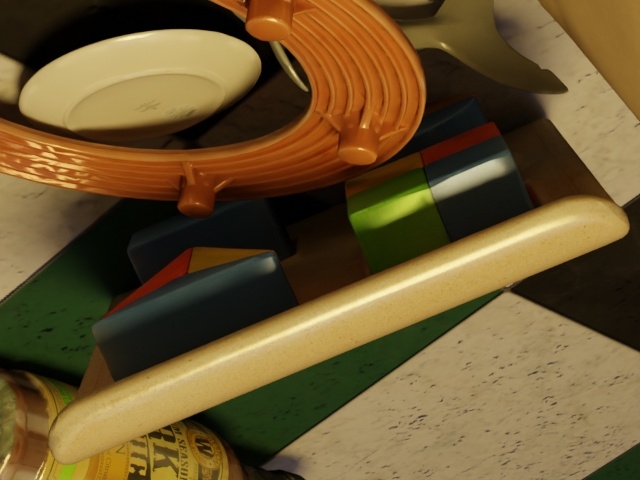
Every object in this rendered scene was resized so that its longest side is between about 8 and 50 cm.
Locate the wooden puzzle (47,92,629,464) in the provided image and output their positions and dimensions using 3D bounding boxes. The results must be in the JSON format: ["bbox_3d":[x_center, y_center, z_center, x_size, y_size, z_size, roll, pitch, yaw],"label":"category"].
[{"bbox_3d":[0.000,0.000,1.056,0.322,0.080,0.348,-23,-172,5],"label":"wooden puzzle"}]

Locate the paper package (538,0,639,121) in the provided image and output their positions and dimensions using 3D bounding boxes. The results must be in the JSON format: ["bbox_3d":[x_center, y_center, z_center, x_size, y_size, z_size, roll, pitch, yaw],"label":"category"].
[{"bbox_3d":[0.253,-0.144,0.854,0.168,0.325,0.309,-25,147,-12],"label":"paper package"}]

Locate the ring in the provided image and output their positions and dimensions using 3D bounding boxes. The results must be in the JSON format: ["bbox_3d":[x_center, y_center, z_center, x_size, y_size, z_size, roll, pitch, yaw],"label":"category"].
[{"bbox_3d":[-0.113,-0.080,0.908,0.336,0.032,0.336,6,159,3],"label":"ring"}]

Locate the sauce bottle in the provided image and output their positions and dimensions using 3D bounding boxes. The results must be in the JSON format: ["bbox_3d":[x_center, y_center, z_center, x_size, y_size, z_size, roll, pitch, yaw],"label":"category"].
[{"bbox_3d":[-0.136,0.177,1.327,0.111,0.111,0.344,-38,144,25],"label":"sauce bottle"}]

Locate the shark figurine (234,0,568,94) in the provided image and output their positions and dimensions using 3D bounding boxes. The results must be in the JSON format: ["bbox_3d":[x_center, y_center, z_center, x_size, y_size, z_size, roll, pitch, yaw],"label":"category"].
[{"bbox_3d":[0.003,-0.123,0.969,0.166,0.116,0.278,-34,142,22],"label":"shark figurine"}]

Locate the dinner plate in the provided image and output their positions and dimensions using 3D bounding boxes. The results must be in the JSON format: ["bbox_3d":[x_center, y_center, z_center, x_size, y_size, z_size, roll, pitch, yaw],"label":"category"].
[{"bbox_3d":[-0.102,-0.082,1.022,0.141,0.017,0.141,-12,163,-4],"label":"dinner plate"}]
